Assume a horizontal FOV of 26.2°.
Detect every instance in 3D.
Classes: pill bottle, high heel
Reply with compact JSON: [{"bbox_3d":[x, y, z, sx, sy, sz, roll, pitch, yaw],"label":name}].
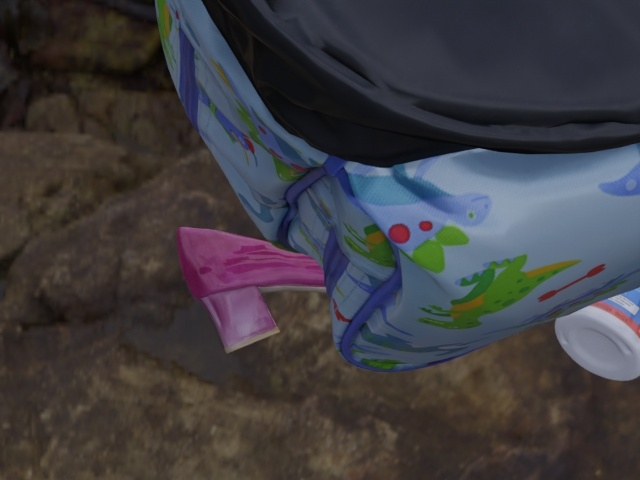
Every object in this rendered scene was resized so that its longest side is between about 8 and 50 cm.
[{"bbox_3d":[0.395,0.056,1.704,0.124,0.124,0.221,34,62,11],"label":"pill bottle"},{"bbox_3d":[0.000,0.000,1.196,0.244,0.082,0.117,-24,87,-9],"label":"high heel"}]

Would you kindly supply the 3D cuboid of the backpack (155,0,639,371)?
[{"bbox_3d":[0.072,-0.081,0.503,0.290,0.355,0.273,-28,98,-15],"label":"backpack"}]
